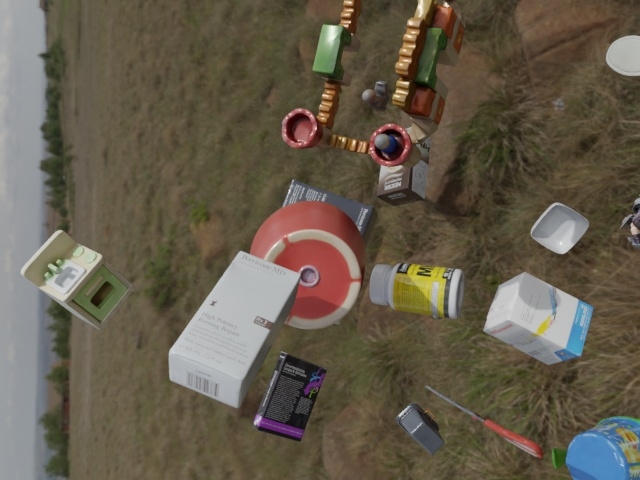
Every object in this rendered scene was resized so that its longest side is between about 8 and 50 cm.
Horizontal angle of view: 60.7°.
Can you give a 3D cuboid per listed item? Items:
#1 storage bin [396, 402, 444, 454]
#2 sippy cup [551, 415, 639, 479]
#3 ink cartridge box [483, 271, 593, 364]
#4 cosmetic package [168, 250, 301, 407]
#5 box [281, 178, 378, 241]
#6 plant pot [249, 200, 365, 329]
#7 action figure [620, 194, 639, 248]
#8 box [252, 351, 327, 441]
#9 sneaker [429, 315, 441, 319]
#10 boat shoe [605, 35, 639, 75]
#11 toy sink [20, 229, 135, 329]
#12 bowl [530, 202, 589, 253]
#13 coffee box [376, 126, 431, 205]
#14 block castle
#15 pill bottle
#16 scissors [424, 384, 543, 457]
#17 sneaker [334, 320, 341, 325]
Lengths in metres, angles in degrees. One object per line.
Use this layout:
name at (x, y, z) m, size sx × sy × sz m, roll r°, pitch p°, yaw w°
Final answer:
storage bin at (0.310, 0.566, 1.635) m, size 0.098 × 0.135 × 0.091 m, roll -44°, pitch 16°, yaw 0°
sippy cup at (0.814, 0.614, 1.521) m, size 0.306 × 0.224 × 0.240 m, roll -58°, pitch 42°, yaw 27°
ink cartridge box at (0.647, 0.235, 1.639) m, size 0.168 × 0.232 × 0.171 m, roll -62°, pitch -1°, yaw -22°
cosmetic package at (-0.126, 0.129, 0.848) m, size 0.231 × 0.117 × 0.086 m, roll -64°, pitch -9°, yaw -46°
box at (0.000, 0.000, 1.972) m, size 0.179 × 0.312 × 0.344 m, roll 31°, pitch -100°, yaw -77°
plant pot at (-0.024, 0.058, 1.138) m, size 0.243 × 0.274 × 0.275 m, roll -107°, pitch 21°, yaw -83°
action figure at (0.917, -0.010, 1.465) m, size 0.185 × 0.099 × 0.285 m, roll 97°, pitch 167°, yaw -54°
box at (-0.062, 0.326, 1.140) m, size 0.029 × 0.116 × 0.162 m, roll 6°, pitch 70°, yaw 55°
sneaker at (0.348, 0.194, 1.813) m, size 0.222 × 0.118 × 0.083 m, roll -58°, pitch -42°, yaw -61°
boat shoe at (0.399, -0.216, 0.649) m, size 0.125 × 0.038 × 0.046 m, roll -137°, pitch 53°, yaw -60°
toy sink at (-0.638, 0.108, 1.460) m, size 0.131 × 0.153 × 0.234 m, roll 19°, pitch 152°, yaw 31°
bowl at (0.749, -0.044, 1.722) m, size 0.142 × 0.142 × 0.053 m, roll -57°, pitch 6°, yaw 24°
coffee box at (0.295, -0.259, 1.918) m, size 0.141 × 0.098 × 0.247 m, roll -13°, pitch 60°, yaw 44°
block castle at (0.112, -0.390, 1.150) m, size 0.302 × 0.212 × 0.454 m, roll 17°, pitch 96°, yaw 24°
pill bottle at (0.231, 0.116, 1.309) m, size 0.208 × 0.119 × 0.119 m, roll 5°, pitch 95°, yaw 23°
scissors at (0.380, 0.426, 1.286) m, size 0.297 × 0.109 × 0.021 m, roll 24°, pitch 76°, yaw 22°
sneaker at (0.010, 0.166, 1.673) m, size 0.106 × 0.281 × 0.163 m, roll 23°, pitch 88°, yaw 22°
